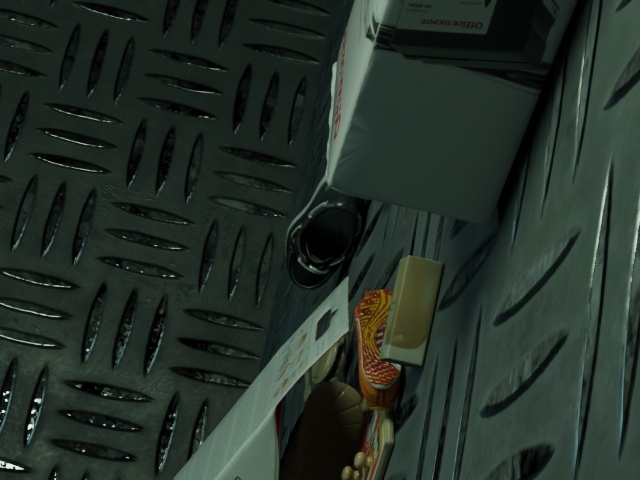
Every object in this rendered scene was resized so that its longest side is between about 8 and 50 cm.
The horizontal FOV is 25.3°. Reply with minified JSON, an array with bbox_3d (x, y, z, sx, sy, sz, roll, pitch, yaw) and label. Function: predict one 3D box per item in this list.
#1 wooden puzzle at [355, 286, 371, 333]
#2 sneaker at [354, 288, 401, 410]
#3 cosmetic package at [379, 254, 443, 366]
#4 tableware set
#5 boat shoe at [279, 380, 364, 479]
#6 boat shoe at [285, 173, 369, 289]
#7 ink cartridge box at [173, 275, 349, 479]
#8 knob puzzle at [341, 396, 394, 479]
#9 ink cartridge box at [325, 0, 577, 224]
[{"bbox_3d":[0.060,0.101,2.058,0.049,0.006,0.083,-84,9,-52],"label":"wooden puzzle"},{"bbox_3d":[0.066,0.124,1.659,0.175,0.064,0.067,-79,-5,-49],"label":"sneaker"},{"bbox_3d":[0.098,0.077,1.541,0.060,0.041,0.115,132,151,-80],"label":"cosmetic package"},{"bbox_3d":[0.021,0.206,2.058,0.194,0.039,0.128,-94,29,-53],"label":"tableware set"},{"bbox_3d":[-0.015,0.322,1.847,0.092,0.103,0.285,104,-178,-82],"label":"boat shoe"},{"bbox_3d":[0.000,0.000,2.361,0.302,0.114,0.091,109,178,-50],"label":"boat shoe"},{"bbox_3d":[-0.058,0.242,1.820,0.385,0.091,0.308,-50,6,9],"label":"ink cartridge box"},{"bbox_3d":[0.046,0.266,1.687,0.213,0.030,0.213,-167,90,-84],"label":"knob puzzle"},{"bbox_3d":[0.134,-0.257,1.303,0.285,0.166,0.394,-84,10,-56],"label":"ink cartridge box"}]
